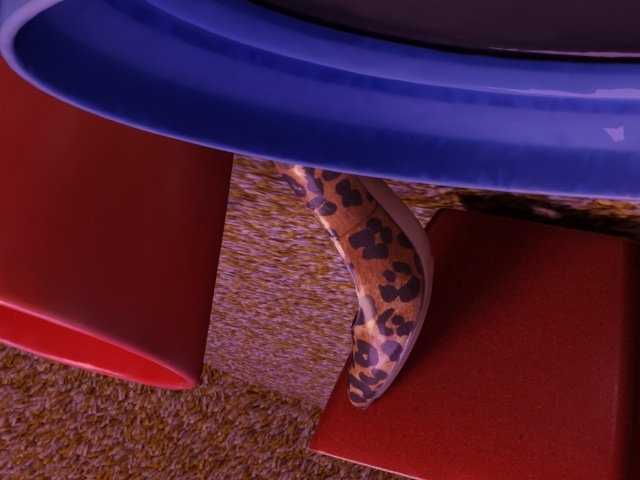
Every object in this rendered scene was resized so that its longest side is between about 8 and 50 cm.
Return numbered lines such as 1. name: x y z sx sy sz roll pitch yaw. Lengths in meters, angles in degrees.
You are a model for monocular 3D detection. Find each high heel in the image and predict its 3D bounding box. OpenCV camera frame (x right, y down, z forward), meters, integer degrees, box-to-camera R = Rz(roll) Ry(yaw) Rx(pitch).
1. high heel: 0.000 0.000 0.953 0.186 0.261 0.093 15 -159 -1

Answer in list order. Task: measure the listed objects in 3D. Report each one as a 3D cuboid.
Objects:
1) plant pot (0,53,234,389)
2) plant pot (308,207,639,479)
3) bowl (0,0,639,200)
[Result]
1. plant pot: -0.192 -0.036 0.990 0.274 0.243 0.275 16 165 5
2. plant pot: 0.183 0.116 1.092 0.267 0.236 0.267 11 170 25
3. bowl: 0.087 -0.077 0.443 0.391 0.077 0.391 6 176 0
